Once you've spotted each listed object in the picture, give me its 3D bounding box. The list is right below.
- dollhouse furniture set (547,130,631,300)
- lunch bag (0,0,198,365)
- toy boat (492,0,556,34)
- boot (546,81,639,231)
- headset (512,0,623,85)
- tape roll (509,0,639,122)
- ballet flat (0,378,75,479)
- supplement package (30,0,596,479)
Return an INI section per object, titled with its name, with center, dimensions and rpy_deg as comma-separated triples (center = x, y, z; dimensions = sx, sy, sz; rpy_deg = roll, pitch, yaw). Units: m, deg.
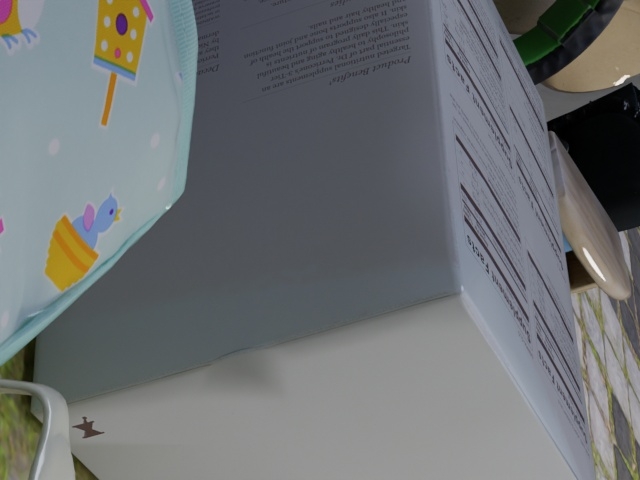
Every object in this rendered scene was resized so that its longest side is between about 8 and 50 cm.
[dollhouse furniture set]
center = 0.097, 0.145, 1.101
dimensions = 0.286, 0.198, 0.303
rpy_deg = 46, 32, -55
[lunch bag]
center = -0.158, -0.068, 0.527
dimensions = 0.262, 0.160, 0.223
rpy_deg = 63, 33, -13
[toy boat]
center = 0.145, -0.311, 1.569
dimensions = 0.148, 0.267, 0.318
rpy_deg = 127, -25, -70
[boot]
center = 0.168, -0.011, 1.448
dimensions = 0.246, 0.207, 0.094
rpy_deg = -85, 153, -49
[headset]
center = 0.057, -0.269, 1.371
dimensions = 0.394, 0.243, 0.185
rpy_deg = 37, 11, -35
[tape roll]
center = 0.284, -0.148, 1.809
dimensions = 0.286, 0.286, 0.100
rpy_deg = -84, 152, -51
[ballet flat]
center = -0.133, 0.043, 0.658
dimensions = 0.095, 0.096, 0.280
rpy_deg = 24, 51, -72
[supplement package]
center = 0.000, 0.000, 0.933
dimensions = 0.198, 0.199, 0.263
rpy_deg = 55, 25, -46
